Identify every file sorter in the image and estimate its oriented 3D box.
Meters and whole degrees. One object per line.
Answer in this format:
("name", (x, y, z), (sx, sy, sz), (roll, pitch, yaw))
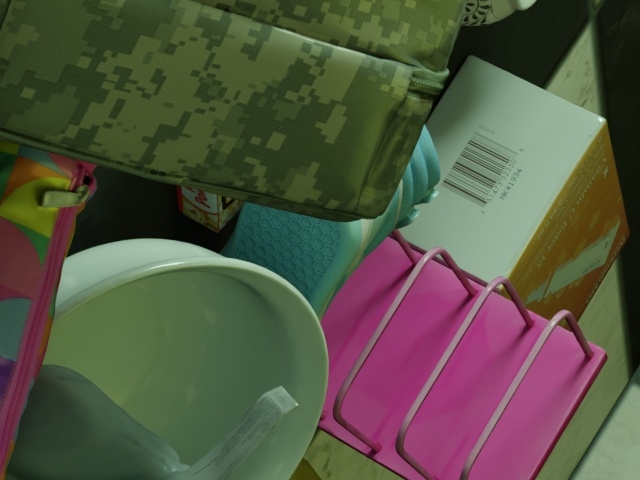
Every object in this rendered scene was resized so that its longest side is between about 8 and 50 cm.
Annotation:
("file sorter", (0.082, 0.101, 1.624), (0.202, 0.290, 0.182), (-57, 155, -9))

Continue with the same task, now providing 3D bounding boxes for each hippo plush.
("hippo plush", (-0.130, 0.211, 1.157), (0.294, 0.234, 0.236), (-32, 160, -7))

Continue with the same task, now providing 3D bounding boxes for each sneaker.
("sneaker", (0.000, 0.000, 1.470), (0.208, 0.127, 0.319), (-44, 175, -41))

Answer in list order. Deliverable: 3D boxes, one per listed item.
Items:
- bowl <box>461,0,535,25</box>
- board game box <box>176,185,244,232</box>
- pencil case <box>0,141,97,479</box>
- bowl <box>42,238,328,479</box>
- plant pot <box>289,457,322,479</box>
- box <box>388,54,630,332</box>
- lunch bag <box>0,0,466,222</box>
("bowl", (0.174, -0.270, 1.655), (0.170, 0.080, 0.170), (-48, 154, -32))
("board game box", (-0.057, -0.121, 1.375), (0.147, 0.045, 0.193), (-46, 154, -33))
("pencil case", (-0.207, 0.041, 1.051), (0.104, 0.104, 0.236), (61, 41, -64))
("bowl", (-0.152, 0.108, 1.267), (0.298, 0.134, 0.298), (-20, 131, -25))
("plant pot", (-0.059, 0.242, 1.764), (0.081, 0.081, 0.083), (-51, 144, -23))
("box", (0.206, -0.015, 1.905), (0.215, 0.168, 0.345), (-58, 158, -9))
("lunch bag", (-0.061, -0.177, 0.957), (0.305, 0.212, 0.256), (15, 109, -22))
